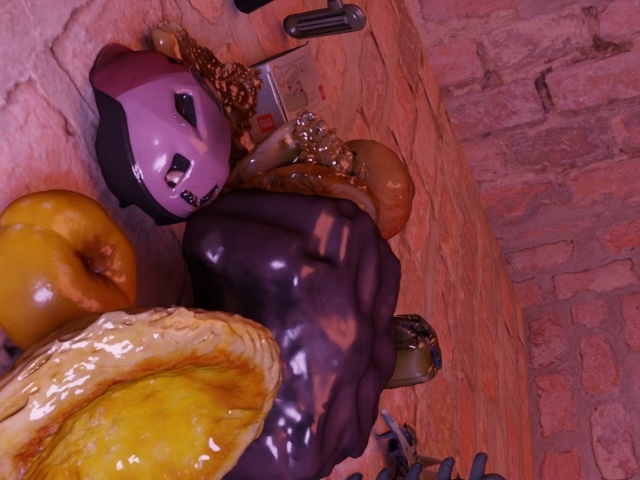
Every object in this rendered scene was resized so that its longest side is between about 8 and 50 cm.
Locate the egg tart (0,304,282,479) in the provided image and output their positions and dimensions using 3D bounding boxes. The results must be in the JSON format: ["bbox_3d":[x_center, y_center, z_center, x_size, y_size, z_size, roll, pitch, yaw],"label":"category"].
[{"bbox_3d":[-0.188,0.152,0.764,0.128,0.319,0.319,50,5,34],"label":"egg tart"}]

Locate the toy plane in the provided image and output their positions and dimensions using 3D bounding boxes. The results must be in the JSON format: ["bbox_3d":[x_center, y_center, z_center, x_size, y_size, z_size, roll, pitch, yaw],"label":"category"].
[{"bbox_3d":[0.167,0.432,1.699,0.262,0.088,0.192,50,26,-30],"label":"toy plane"}]

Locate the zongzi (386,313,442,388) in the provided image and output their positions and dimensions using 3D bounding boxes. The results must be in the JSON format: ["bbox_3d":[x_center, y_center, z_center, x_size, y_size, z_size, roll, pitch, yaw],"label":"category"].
[{"bbox_3d":[0.098,0.157,1.440,0.123,0.260,0.289,65,25,-19],"label":"zongzi"}]

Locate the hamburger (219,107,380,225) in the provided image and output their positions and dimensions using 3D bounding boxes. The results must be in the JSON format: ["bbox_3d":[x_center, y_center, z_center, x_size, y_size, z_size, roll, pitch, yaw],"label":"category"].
[{"bbox_3d":[-0.037,-0.052,1.247,0.146,0.243,0.286,-115,-155,-47],"label":"hamburger"}]

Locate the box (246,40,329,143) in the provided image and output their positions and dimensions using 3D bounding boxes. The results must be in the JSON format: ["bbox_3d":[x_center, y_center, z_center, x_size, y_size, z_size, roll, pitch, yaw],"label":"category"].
[{"bbox_3d":[-0.069,-0.281,1.532,0.269,0.079,0.135,-50,124,-64],"label":"box"}]

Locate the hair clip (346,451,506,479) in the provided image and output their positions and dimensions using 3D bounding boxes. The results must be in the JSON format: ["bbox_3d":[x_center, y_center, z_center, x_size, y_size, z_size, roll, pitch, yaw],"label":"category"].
[{"bbox_3d":[0.186,0.510,1.376,0.392,0.318,0.239,-17,90,-67],"label":"hair clip"}]

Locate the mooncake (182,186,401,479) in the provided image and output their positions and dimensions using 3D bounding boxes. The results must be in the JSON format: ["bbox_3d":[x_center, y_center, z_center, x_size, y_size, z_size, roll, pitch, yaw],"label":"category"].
[{"bbox_3d":[-0.030,0.119,1.071,0.350,0.212,0.382,-34,124,-58],"label":"mooncake"}]

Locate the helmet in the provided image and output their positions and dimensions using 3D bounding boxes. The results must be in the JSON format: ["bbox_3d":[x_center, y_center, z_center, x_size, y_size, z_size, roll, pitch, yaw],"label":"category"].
[{"bbox_3d":[-0.190,-0.146,1.055,0.198,0.154,0.254,44,43,-53],"label":"helmet"}]

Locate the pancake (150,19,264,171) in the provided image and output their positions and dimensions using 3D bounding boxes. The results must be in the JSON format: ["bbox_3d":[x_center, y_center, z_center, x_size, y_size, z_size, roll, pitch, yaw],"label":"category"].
[{"bbox_3d":[-0.149,-0.237,1.284,0.244,0.057,0.266,-48,126,-50],"label":"pancake"}]

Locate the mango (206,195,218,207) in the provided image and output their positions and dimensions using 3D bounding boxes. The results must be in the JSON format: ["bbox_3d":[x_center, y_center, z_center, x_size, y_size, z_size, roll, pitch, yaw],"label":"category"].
[{"bbox_3d":[-0.173,-0.063,1.186,0.060,0.046,0.089,21,71,-63],"label":"mango"}]

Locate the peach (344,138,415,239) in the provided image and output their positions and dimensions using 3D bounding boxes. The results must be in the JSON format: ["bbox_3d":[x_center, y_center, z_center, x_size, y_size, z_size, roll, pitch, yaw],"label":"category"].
[{"bbox_3d":[0.107,-0.101,1.681,0.232,0.232,0.233,-14,90,-69],"label":"peach"}]

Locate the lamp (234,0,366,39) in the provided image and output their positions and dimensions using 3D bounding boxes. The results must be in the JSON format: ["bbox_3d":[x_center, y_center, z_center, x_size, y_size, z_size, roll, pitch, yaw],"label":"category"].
[{"bbox_3d":[-0.074,-0.472,1.583,0.283,0.203,0.125,3,80,-47],"label":"lamp"}]

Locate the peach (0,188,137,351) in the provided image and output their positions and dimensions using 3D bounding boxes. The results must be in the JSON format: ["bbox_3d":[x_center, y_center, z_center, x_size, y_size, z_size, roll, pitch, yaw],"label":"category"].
[{"bbox_3d":[-0.258,0.034,0.827,0.179,0.103,0.179,-17,90,-70],"label":"peach"}]
